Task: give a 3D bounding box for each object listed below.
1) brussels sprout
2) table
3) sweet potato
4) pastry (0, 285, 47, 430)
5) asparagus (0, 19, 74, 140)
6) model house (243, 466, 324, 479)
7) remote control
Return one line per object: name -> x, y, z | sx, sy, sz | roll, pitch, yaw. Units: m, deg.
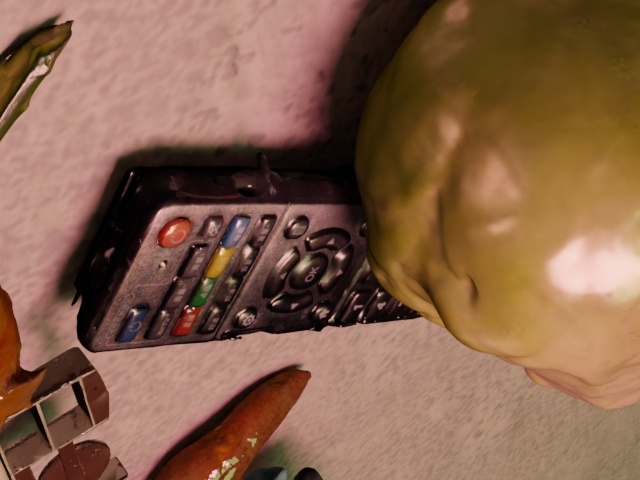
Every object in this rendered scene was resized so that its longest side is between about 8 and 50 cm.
brussels sprout -> 0.152, -0.037, 0.930 | 0.274, 0.243, 0.316 | -21, 107, -67
table -> -0.219, 0.142, 0.908 | 0.175, 0.062, 0.146 | -32, 148, -19
sweet potato -> -0.100, 0.199, 1.137 | 0.255, 0.058, 0.078 | -49, 167, 3
pastry -> -0.254, 0.081, 0.732 | 0.218, 0.100, 0.229 | -40, 149, -26
asparagus -> -0.164, -0.074, 0.745 | 0.108, 0.025, 0.021 | -52, 170, 7
model house -> -0.075, 0.328, 1.136 | 0.261, 0.226, 0.241 | -44, 128, -58
remote control -> 0.000, 0.000, 1.001 | 0.399, 0.062, 0.144 | -1, 128, -49
